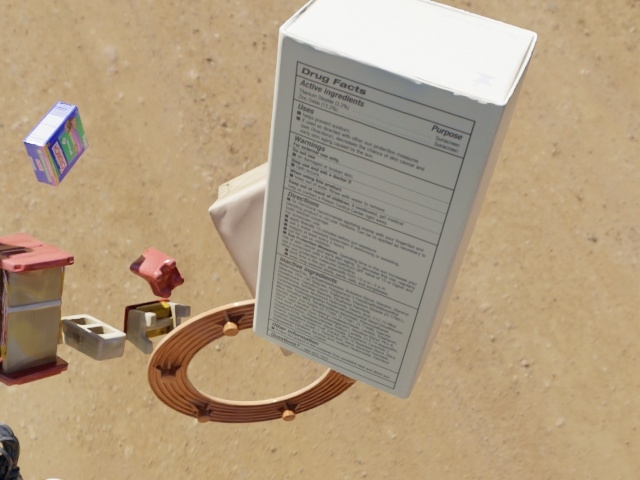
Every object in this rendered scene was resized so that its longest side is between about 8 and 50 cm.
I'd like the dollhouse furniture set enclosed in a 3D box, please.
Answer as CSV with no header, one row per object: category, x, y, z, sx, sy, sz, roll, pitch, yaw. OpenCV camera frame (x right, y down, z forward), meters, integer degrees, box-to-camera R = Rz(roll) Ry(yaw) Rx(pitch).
dollhouse furniture set,-0.402,0.094,1.339,0.152,0.201,0.374,18,16,35

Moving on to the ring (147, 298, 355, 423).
ring,-0.087,0.196,1.172,0.336,0.337,0.032,3,48,-16

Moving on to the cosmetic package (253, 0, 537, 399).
cosmetic package,0.045,-0.029,0.632,0.160,0.309,0.113,22,43,12

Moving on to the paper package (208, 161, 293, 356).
paper package,0.000,0.000,1.455,0.309,0.168,0.325,-24,107,6

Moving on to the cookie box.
cookie box,-0.434,-0.159,1.300,0.040,0.092,0.107,14,50,12

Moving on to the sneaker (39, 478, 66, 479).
sneaker,-0.090,0.229,0.443,0.235,0.095,0.090,27,14,11

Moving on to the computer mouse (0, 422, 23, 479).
computer mouse,-0.327,0.209,0.604,0.193,0.106,0.042,-14,42,-29
